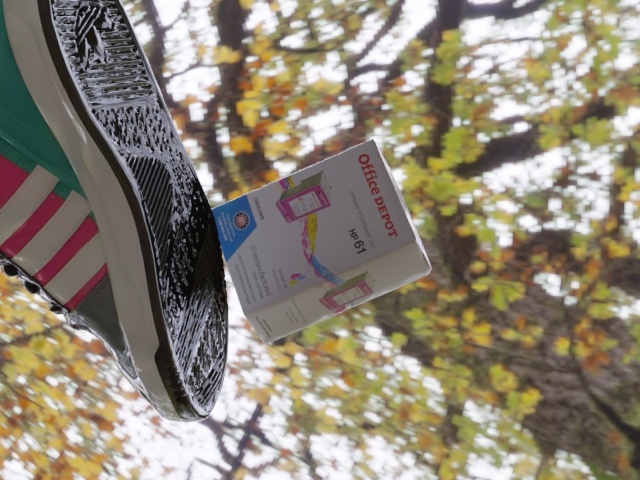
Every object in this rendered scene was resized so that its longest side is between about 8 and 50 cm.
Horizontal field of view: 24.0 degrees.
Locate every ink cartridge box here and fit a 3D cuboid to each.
[{"bbox_3d":[0.000,0.000,0.985,0.122,0.052,0.088,-23,-122,3],"label":"ink cartridge box"}]

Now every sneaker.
[{"bbox_3d":[-0.172,-0.014,0.854,0.124,0.178,0.295,-65,-36,-53],"label":"sneaker"}]
